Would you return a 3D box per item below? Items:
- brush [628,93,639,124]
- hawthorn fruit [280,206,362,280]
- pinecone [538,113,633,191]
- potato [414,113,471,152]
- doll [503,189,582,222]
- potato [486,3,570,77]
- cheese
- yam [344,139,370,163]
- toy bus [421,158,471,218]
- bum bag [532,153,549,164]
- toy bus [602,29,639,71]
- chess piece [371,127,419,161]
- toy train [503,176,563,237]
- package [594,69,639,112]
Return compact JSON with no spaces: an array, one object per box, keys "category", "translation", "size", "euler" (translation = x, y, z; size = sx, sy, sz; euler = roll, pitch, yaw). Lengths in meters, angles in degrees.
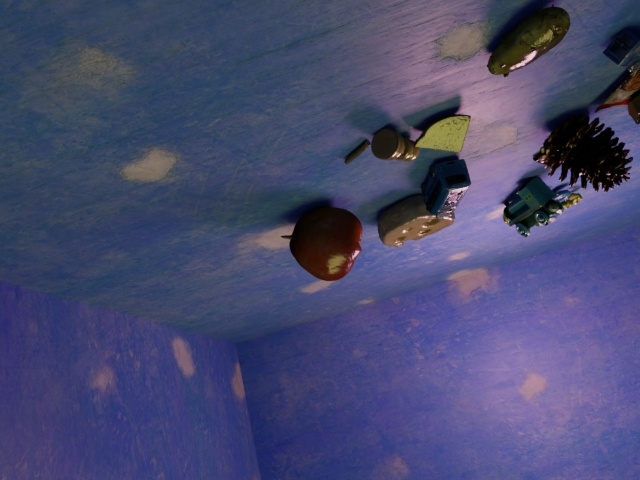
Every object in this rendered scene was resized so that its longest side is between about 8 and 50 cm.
[{"category":"brush","translation":[1.069,-0.445,1.725],"size":[0.123,0.059,0.197],"euler":[-33,162,25]},{"category":"hawthorn fruit","translation":[0.000,0.000,1.968],"size":[0.299,0.276,0.277],"euler":[10,155,-10]},{"category":"pinecone","translation":[0.887,-0.281,1.770],"size":[0.246,0.292,0.246],"euler":[-33,147,-25]},{"category":"potato","translation":[0.359,-0.336,1.585],"size":[0.149,0.081,0.120],"euler":[5,126,-6]},{"category":"doll","translation":[1.037,-0.135,2.520],"size":[0.341,0.098,0.346],"euler":[7,154,-45]},{"category":"potato","translation":[0.484,-0.464,1.260],"size":[0.118,0.090,0.225],"euler":[-10,168,-30]},{"category":"cheese","translation":[0.391,-0.080,2.197],"size":[0.327,0.115,0.318],"euler":[-9,159,-13]},{"category":"yam","translation":[0.112,-0.268,1.631],"size":[0.021,0.021,0.116],"euler":[2,153,-38]},{"category":"toy bus","translation":[0.449,-0.186,1.921],"size":[0.114,0.134,0.246],"euler":[-12,159,-7]},{"category":"bum bag","translation":[0.886,-0.332,1.991],"size":[0.109,0.026,0.159],"euler":[4,153,-40]},{"category":"toy bus","translation":[0.872,-0.506,1.435],"size":[0.237,0.079,0.094],"euler":[-3,133,-29]},{"category":"chess piece","translation":[0.238,-0.276,1.603],"size":[0.094,0.094,0.171],"euler":[-30,159,36]},{"category":"toy train","translation":[0.903,-0.138,2.306],"size":[0.120,0.194,0.298],"euler":[-36,171,-18]},{"category":"package","translation":[0.965,-0.481,1.634],"size":[0.154,0.030,0.239],"euler":[-11,159,-15]}]
